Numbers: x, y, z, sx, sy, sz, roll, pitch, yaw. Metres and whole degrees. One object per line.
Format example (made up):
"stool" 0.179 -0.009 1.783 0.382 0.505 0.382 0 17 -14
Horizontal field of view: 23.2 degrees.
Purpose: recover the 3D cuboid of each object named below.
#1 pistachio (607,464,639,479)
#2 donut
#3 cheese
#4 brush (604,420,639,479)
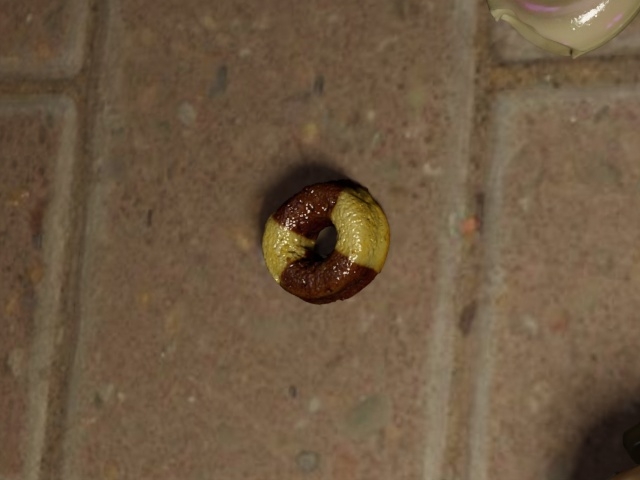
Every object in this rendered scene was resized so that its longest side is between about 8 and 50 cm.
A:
"pistachio" 0.372 0.273 1.314 0.318 0.214 0.193 -1 91 9
"donut" 0.000 0.000 1.635 0.140 0.059 0.140 -2 85 27
"cheese" 0.277 -0.322 1.526 0.163 0.082 0.286 30 94 27
"brush" 0.284 0.221 1.450 0.301 0.071 0.084 -35 72 25
